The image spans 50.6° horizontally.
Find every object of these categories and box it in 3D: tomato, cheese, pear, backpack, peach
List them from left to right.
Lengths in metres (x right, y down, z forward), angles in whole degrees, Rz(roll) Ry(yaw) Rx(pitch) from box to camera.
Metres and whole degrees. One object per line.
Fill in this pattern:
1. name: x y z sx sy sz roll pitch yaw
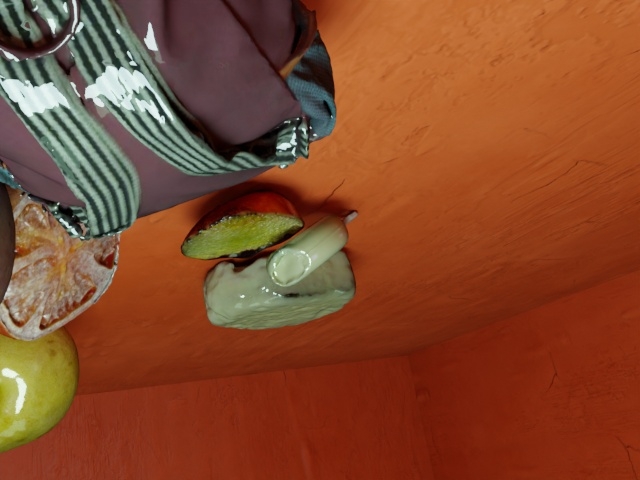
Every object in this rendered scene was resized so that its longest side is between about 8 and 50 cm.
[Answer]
1. pear: -0.605 0.249 1.262 0.315 0.314 0.314 -10 163 -3
2. tomato: -0.338 -0.002 0.809 0.095 0.236 0.237 22 172 19
3. backpack: -0.143 -0.132 0.472 0.284 0.197 0.317 -19 161 4
4. peach: -0.124 -0.028 1.009 0.189 0.068 0.279 -20 169 -2
5. cheese: -0.084 0.104 1.420 0.327 0.115 0.318 -19 161 21
6. cheese: 0.000 0.000 1.112 0.137 0.064 0.227 -33 -176 37

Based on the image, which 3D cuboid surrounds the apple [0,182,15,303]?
1. apple: -0.395 -0.008 0.542 0.306 0.305 0.235 -13 161 8
